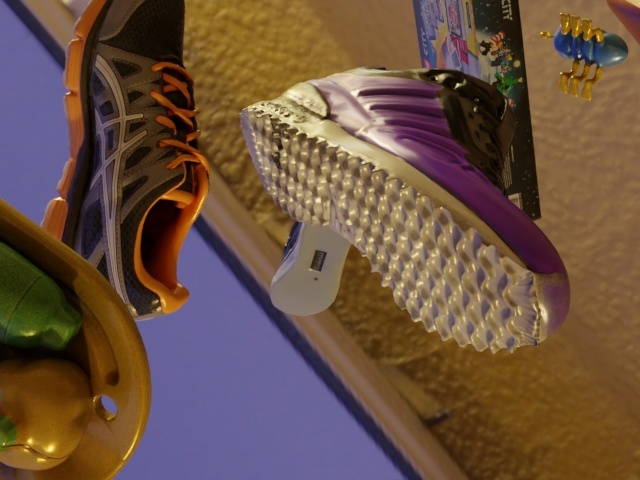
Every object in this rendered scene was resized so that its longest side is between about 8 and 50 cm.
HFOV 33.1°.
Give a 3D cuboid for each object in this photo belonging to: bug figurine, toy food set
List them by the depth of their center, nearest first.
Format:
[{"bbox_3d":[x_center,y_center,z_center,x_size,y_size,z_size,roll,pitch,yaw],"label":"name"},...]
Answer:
[{"bbox_3d":[-0.179,0.038,0.451,0.218,0.128,0.071,33,-156,8],"label":"toy food set"},{"bbox_3d":[0.300,-0.262,1.027,0.216,0.072,0.279,32,138,42],"label":"bug figurine"}]

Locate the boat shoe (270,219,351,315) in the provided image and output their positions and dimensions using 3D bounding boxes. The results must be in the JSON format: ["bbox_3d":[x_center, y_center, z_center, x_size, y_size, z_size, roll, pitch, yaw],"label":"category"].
[{"bbox_3d":[0.000,0.000,1.067,0.065,0.183,0.083,17,-128,-7],"label":"boat shoe"}]

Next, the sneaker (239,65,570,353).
[{"bbox_3d":[0.074,-0.048,0.670,0.293,0.146,0.102,39,150,48],"label":"sneaker"}]

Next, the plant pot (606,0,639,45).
[{"bbox_3d":[0.525,-0.259,1.277,0.267,0.267,0.236,50,-158,-5],"label":"plant pot"}]

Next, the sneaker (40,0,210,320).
[{"bbox_3d":[-0.101,-0.053,0.628,0.084,0.083,0.215,9,-91,-65],"label":"sneaker"}]

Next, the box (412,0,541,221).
[{"bbox_3d":[0.138,-0.146,0.983,0.159,0.044,0.233,-122,19,-63],"label":"box"}]
